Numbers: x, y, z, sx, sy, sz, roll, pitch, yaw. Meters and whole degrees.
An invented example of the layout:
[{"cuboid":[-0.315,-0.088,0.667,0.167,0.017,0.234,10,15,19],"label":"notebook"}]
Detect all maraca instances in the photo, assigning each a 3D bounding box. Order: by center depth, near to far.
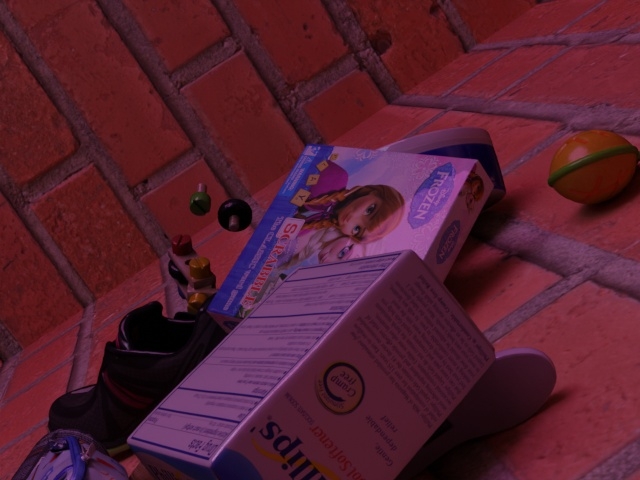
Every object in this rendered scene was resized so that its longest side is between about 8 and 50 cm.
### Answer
[{"cuboid":[0.388,-0.102,1.624,0.127,0.099,0.185,-23,-11,34],"label":"maraca"}]

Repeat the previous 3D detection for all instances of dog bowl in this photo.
[{"cuboid":[0.159,-0.085,1.869,0.264,0.104,0.265,-16,-11,-3],"label":"dog bowl"}]

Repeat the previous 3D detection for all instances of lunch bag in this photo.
[{"cuboid":[-0.339,0.377,1.385,0.303,0.115,0.243,-55,14,-4],"label":"lunch bag"}]

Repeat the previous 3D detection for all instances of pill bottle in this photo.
[{"cuboid":[-0.389,0.377,1.660,0.130,0.130,0.246,-30,12,14],"label":"pill bottle"}]

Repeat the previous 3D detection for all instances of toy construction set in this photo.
[{"cuboid":[-0.150,0.119,1.943,0.237,0.257,0.309,-94,29,-54],"label":"toy construction set"}]

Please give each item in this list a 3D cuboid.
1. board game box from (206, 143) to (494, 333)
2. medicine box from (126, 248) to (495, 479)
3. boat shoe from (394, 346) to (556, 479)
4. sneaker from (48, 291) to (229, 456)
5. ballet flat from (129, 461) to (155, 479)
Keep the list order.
[{"cuboid":[0.039,0.012,1.642,0.318,0.066,0.319,9,60,40],"label":"board game box"},{"cuboid":[-0.017,0.162,1.174,0.289,0.149,0.263,-46,14,-21],"label":"medicine box"},{"cuboid":[0.141,0.174,1.212,0.228,0.080,0.076,-38,11,16],"label":"boat shoe"},{"cuboid":[-0.271,0.204,1.872,0.482,0.202,0.185,-26,13,32],"label":"sneaker"},{"cuboid":[-0.089,0.257,1.458,0.342,0.116,0.124,-31,30,-9],"label":"ballet flat"}]
